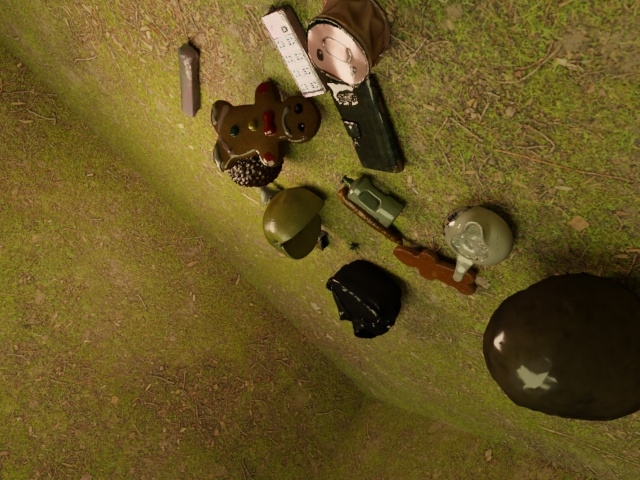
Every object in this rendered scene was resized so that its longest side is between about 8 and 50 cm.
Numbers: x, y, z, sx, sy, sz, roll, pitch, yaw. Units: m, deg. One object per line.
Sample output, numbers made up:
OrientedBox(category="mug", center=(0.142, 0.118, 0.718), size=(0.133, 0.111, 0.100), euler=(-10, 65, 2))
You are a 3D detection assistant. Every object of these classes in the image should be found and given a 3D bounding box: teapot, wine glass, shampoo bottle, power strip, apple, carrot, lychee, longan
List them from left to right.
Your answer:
OrientedBox(category="lychee", center=(-0.248, -0.319, 1.693), size=(0.236, 0.236, 0.271), euler=(38, 145, 3))
OrientedBox(category="wine glass", center=(-0.272, -0.254, 2.005), size=(0.183, 0.122, 0.122), euler=(50, 155, -8))
OrientedBox(category="apple", center=(-0.122, -0.082, 1.892), size=(0.233, 0.257, 0.295), euler=(33, 155, 17))
OrientedBox(category="power strip", center=(-0.066, -0.535, 1.285), size=(0.109, 0.037, 0.279), euler=(11, 144, 48))
OrientedBox(category="shampoo bottle", center=(0.170, -0.150, 1.559), size=(0.234, 0.087, 0.118), euler=(38, 158, 4))
OrientedBox(category="carrot", center=(0.192, -0.085, 1.678), size=(0.314, 0.066, 0.066), euler=(41, 156, -8))
OrientedBox(category="teapot", center=(0.462, 0.008, 1.341), size=(0.209, 0.165, 0.299), euler=(17, 140, 19))
OrientedBox(category="longan", center=(0.672, 0.275, 1.198), size=(0.436, 0.403, 0.404), euler=(22, 161, -18))

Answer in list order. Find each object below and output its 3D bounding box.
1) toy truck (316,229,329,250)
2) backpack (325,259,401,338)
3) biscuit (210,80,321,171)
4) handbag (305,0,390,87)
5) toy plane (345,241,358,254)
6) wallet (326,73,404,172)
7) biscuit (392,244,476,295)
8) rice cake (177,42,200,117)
OrientedBox(category="toy truck", center=(0.000, 0.000, 2.115), size=(0.063, 0.052, 0.123), euler=(36, 158, 24))
OrientedBox(category="backpack", center=(0.211, 0.306, 2.117), size=(0.363, 0.255, 0.445), euler=(34, 160, 28))
OrientedBox(category="biscuit", center=(-0.199, -0.384, 1.493), size=(0.432, 0.064, 0.282), euler=(0, 96, 28))
OrientedBox(category="handbag", center=(0.062, -0.488, 1.085), size=(0.205, 0.116, 0.179), euler=(32, 156, 15))
OrientedBox(category="toy plane", center=(0.146, 0.032, 1.983), size=(0.078, 0.031, 0.083), euler=(43, 156, -8))
OrientedBox(category="wallet", center=(0.139, -0.337, 1.327), size=(0.169, 0.044, 0.317), euler=(17, 147, 43))
OrientedBox(category="biscuit", center=(0.420, 0.092, 1.656), size=(0.324, 0.049, 0.205), euler=(21, 156, 26))
OrientedBox(category="rice cake", center=(-0.517, -0.616, 1.767), size=(0.070, 0.064, 0.399), euler=(34, 156, -1))
